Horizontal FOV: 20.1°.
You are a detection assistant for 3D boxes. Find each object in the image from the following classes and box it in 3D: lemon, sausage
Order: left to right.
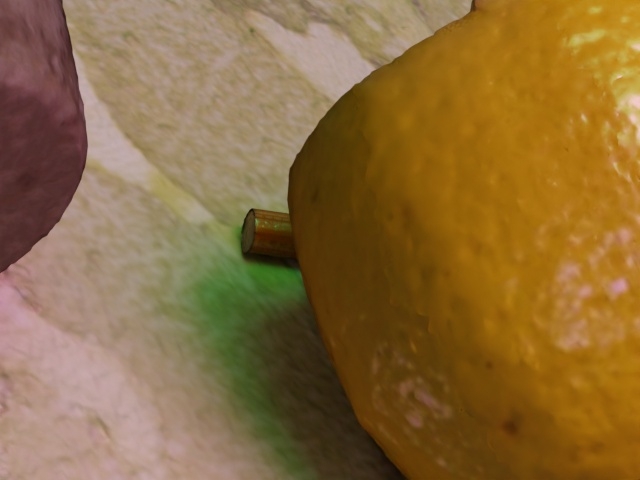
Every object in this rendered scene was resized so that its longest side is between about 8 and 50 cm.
[{"bbox_3d":[0.000,0.000,1.190,0.107,0.031,0.031,7,43,-24],"label":"sausage"},{"bbox_3d":[0.175,0.037,1.030,0.364,0.364,0.364,17,40,-15],"label":"lemon"}]

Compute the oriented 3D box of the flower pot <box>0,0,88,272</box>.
[{"bbox_3d":[-0.283,-0.137,0.987,0.293,0.293,0.330,-5,56,-35],"label":"flower pot"}]
